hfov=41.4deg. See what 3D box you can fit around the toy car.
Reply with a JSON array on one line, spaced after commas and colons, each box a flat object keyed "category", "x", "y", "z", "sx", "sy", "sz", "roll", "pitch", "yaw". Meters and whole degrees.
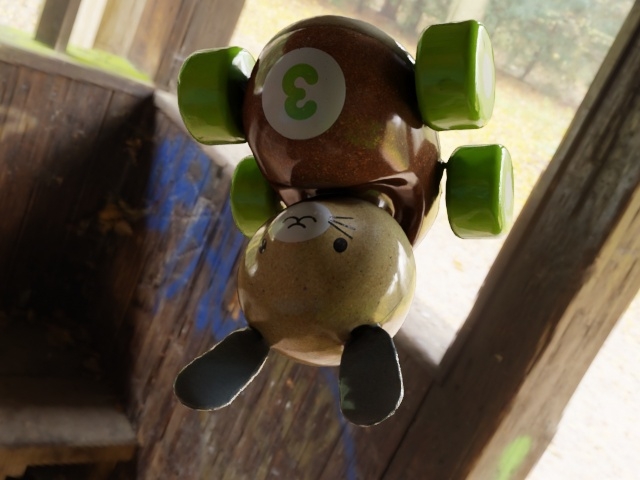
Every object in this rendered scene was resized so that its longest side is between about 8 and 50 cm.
[{"category": "toy car", "x": 0.000, "y": 0.000, "z": 0.406, "sx": 0.155, "sy": 0.149, "sz": 0.188, "roll": -1, "pitch": 48, "yaw": 22}]
